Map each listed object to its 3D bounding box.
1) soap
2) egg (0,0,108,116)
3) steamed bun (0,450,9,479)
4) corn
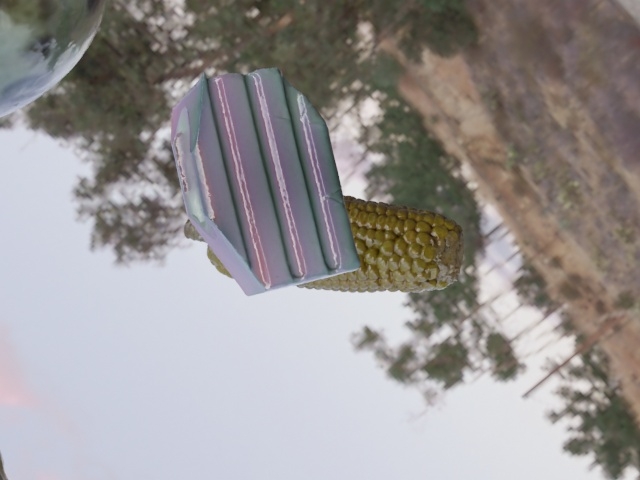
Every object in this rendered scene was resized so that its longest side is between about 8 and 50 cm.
[{"bbox_3d":[-0.041,-0.040,0.776,0.056,0.100,0.149,-16,88,64],"label":"soap"},{"bbox_3d":[-0.371,-0.271,1.085,0.428,0.345,0.345,27,179,41],"label":"egg"},{"bbox_3d":[-0.287,0.201,0.510,0.324,0.372,0.230,36,157,11],"label":"steamed bun"},{"bbox_3d":[0.000,0.000,1.301,0.119,0.321,0.119,4,-90,-72],"label":"corn"}]
